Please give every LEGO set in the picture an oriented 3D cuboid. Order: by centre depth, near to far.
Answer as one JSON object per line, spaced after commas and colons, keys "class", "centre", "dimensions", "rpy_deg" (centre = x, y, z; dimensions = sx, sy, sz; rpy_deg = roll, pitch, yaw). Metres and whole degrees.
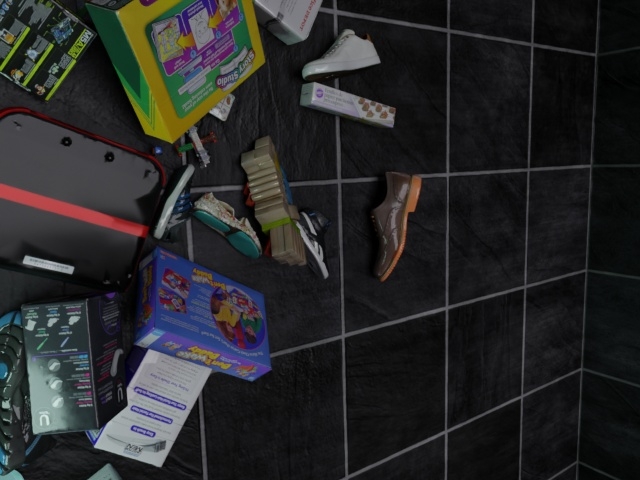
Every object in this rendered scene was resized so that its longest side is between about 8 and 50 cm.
{"class": "LEGO set", "centre": [-0.338, -0.300, 1.352], "dimensions": [0.182, 0.060, 0.245], "rpy_deg": [26, 72, -32]}

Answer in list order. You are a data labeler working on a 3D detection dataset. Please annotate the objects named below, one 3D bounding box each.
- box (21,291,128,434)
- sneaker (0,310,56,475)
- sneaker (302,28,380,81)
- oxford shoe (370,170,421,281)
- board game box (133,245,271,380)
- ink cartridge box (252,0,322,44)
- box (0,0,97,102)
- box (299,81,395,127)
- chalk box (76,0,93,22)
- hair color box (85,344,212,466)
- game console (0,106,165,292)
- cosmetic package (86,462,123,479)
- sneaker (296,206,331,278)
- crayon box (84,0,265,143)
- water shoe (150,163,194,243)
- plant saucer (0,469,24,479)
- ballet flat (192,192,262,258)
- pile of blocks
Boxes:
{"class": "box", "centre": [-0.522, 0.255, 1.157], "dimensions": [0.143, 0.165, 0.271], "rpy_deg": [-5, 90, 2]}
{"class": "sneaker", "centre": [-0.650, 0.320, 1.174], "dimensions": [0.139, 0.125, 0.341], "rpy_deg": [2, 92, -64]}
{"class": "sneaker", "centre": [0.046, -0.540, 1.563], "dimensions": [0.290, 0.105, 0.123], "rpy_deg": [-27, 102, -39]}
{"class": "oxford shoe", "centre": [0.216, -0.049, 1.752], "dimensions": [0.132, 0.130, 0.364], "rpy_deg": [15, 95, -4]}
{"class": "board game box", "centre": [-0.281, 0.186, 1.324], "dimensions": [0.347, 0.078, 0.233], "rpy_deg": [31, 34, -39]}
{"class": "ink cartridge box", "centre": [-0.116, -0.651, 1.424], "dimensions": [0.219, 0.092, 0.160], "rpy_deg": [28, 80, -35]}
{"class": "box", "centre": [-0.590, -0.413, 1.096], "dimensions": [0.184, 0.045, 0.191], "rpy_deg": [33, 104, -35]}
{"class": "box", "centre": [0.089, -0.404, 1.623], "dimensions": [0.323, 0.067, 0.063], "rpy_deg": [6, 92, -37]}
{"class": "chalk box", "centre": [-0.453, -0.544, 1.174], "dimensions": [0.132, 0.132, 0.213], "rpy_deg": [-4, 99, -37]}
{"class": "hair color box", "centre": [-0.406, 0.363, 1.340], "dimensions": [0.185, 0.110, 0.339], "rpy_deg": [36, 73, -33]}
{"class": "game console", "centre": [-0.567, -0.082, 1.205], "dimensions": [0.386, 0.060, 0.342], "rpy_deg": [19, 90, -35]}
{"class": "cosmetic package", "centre": [-0.520, 0.675, 1.225], "dimensions": [0.224, 0.224, 0.138], "rpy_deg": [-36, 115, -27]}
{"class": "sneaker", "centre": [0.000, 0.000, 1.601], "dimensions": [0.121, 0.079, 0.217], "rpy_deg": [-39, 116, -24]}
{"class": "crayon box", "centre": [-0.296, -0.455, 1.205], "dimensions": [0.363, 0.106, 0.313], "rpy_deg": [-51, 151, -30]}
{"class": "water shoe", "centre": [-0.353, -0.092, 1.345], "dimensions": [0.080, 0.073, 0.203], "rpy_deg": [26, 90, -36]}
{"class": "plant saucer", "centre": [-0.722, 0.557, 1.188], "dimensions": [0.119, 0.021, 0.120], "rpy_deg": [-5, 98, -36]}
{"class": "ballet flat", "centre": [-0.234, -0.045, 1.430], "dimensions": [0.241, 0.091, 0.077], "rpy_deg": [43, 49, -36]}
{"class": "pile of blocks", "centre": [-0.140, -0.096, 1.475], "dimensions": [0.149, 0.112, 0.363], "rpy_deg": [9, 66, -75]}
